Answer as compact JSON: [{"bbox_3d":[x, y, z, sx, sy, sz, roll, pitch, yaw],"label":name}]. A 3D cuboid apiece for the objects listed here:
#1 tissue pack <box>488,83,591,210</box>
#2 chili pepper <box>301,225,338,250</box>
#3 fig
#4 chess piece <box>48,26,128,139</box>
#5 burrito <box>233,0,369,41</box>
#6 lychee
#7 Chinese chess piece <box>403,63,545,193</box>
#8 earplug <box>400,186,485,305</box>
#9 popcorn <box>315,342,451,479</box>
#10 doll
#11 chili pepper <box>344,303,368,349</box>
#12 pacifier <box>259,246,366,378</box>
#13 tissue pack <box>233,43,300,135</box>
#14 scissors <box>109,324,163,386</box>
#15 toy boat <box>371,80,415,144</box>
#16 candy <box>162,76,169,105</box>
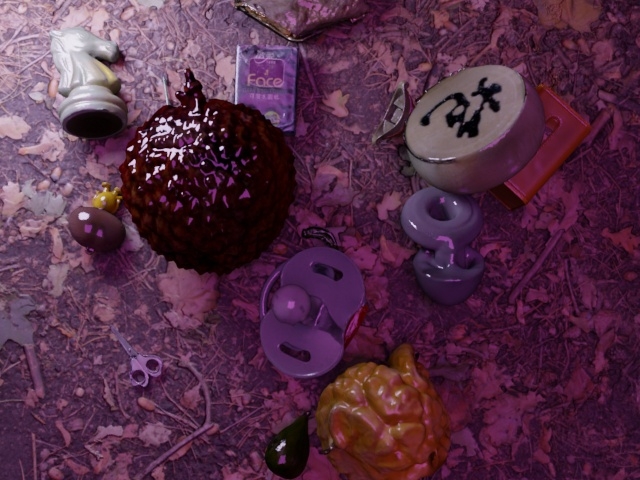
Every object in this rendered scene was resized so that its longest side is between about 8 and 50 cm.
[{"bbox_3d":[0.552,-0.245,1.746,0.194,0.145,0.274,41,86,-1],"label":"tissue pack"},{"bbox_3d":[0.005,-0.006,1.758,0.118,0.035,0.055,33,98,-10],"label":"chili pepper"},{"bbox_3d":[-0.074,0.522,1.687,0.117,0.117,0.178,21,70,-1],"label":"fig"},{"bbox_3d":[-0.607,-0.430,1.710,0.175,0.176,0.298,-13,74,-4],"label":"chess piece"},{"bbox_3d":[-0.046,-0.628,1.763,0.347,0.107,0.175,-19,74,-6],"label":"burrito"},{"bbox_3d":[-0.267,-0.160,1.570,0.424,0.425,0.500,-1,113,-3],"label":"lychee"},{"bbox_3d":[0.381,-0.283,1.641,0.349,0.349,0.146,-49,130,-5],"label":"Chinese chess piece"},{"bbox_3d":[0.325,0.008,1.715,0.214,0.175,0.326,-6,77,1],"label":"earplug"},{"bbox_3d":[0.165,0.427,1.619,0.349,0.349,0.381,45,47,1],"label":"popcorn"},{"bbox_3d":[-0.566,-0.051,1.708,0.145,0.096,0.188,45,60,-14],"label":"doll"},{"bbox_3d":[0.082,0.231,1.748,0.045,0.027,0.178,26,87,-2],"label":"chili pepper"},{"bbox_3d":[-0.053,0.165,1.635,0.288,0.269,0.344,17,82,23],"label":"pacifier"},{"bbox_3d":[-0.144,-0.401,1.753,0.173,0.073,0.236,3,88,-3],"label":"tissue pack"},{"bbox_3d":[-0.497,0.295,1.721,0.100,0.015,0.189,-39,88,-2],"label":"scissors"},{"bbox_3d":[0.204,-0.335,1.758,0.071,0.089,0.185,16,107,-37],"label":"toy boat"},{"bbox_3d":[-0.407,-0.346,1.754,0.060,0.060,0.201,-10,80,-3],"label":"candy"}]
